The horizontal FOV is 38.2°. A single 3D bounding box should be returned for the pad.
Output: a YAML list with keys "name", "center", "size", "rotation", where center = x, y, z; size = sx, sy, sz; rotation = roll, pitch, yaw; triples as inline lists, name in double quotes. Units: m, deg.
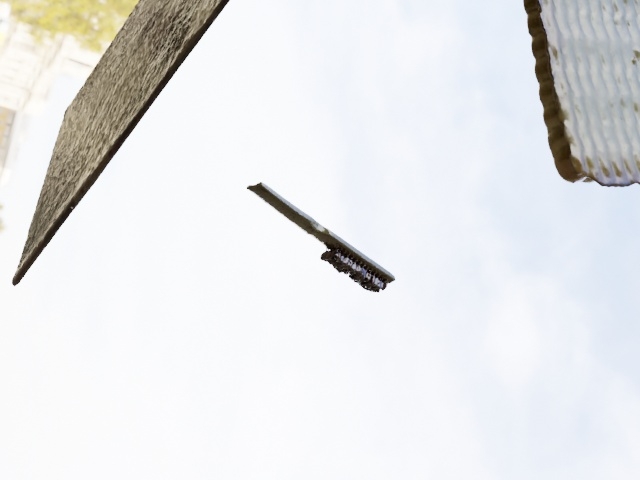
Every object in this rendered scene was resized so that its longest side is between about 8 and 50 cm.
- name: "pad"
  center: [-0.120, -0.136, 0.632]
  size: [0.330, 0.004, 0.220]
  rotation: [-45, -150, 32]

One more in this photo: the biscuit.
- name: "biscuit"
  center: [0.219, -0.163, 0.691]
  size: [0.029, 0.172, 0.254]
  rotation: [-20, -103, 57]

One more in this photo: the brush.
- name: "brush"
  center: [0.000, 0.000, 1.259]
  size: [0.043, 0.248, 0.036]
  rotation: [-18, -138, 51]
